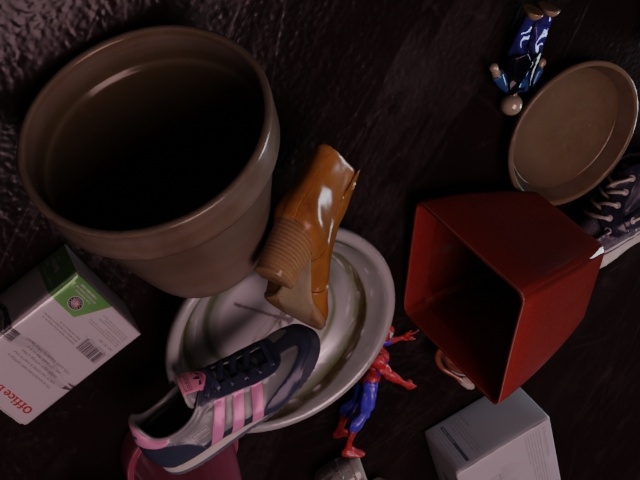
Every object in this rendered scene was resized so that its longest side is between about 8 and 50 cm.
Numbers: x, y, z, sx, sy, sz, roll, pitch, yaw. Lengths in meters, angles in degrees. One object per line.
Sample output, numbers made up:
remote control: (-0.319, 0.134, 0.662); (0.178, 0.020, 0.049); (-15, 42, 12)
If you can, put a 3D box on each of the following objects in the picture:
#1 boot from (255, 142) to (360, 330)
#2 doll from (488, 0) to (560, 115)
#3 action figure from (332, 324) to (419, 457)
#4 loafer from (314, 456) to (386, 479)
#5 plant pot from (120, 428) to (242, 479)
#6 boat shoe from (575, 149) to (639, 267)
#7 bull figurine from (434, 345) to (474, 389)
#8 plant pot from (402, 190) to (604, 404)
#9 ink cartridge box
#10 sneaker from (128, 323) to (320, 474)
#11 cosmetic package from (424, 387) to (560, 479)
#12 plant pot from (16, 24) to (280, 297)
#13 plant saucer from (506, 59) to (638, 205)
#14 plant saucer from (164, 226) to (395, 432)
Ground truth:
boot: (-0.001, -0.001, 1.430); (0.211, 0.104, 0.295); (-62, 163, -16)
doll: (0.324, -0.289, 1.594); (0.129, 0.046, 0.189); (-17, 134, -32)
action figure: (0.118, 0.266, 1.820); (0.139, 0.091, 0.280); (-1, 122, -22)
loafer: (0.105, 0.534, 1.977); (0.111, 0.112, 0.319); (-33, 131, 4)
plant pot: (-0.216, 0.394, 1.649); (0.201, 0.180, 0.201); (-15, 127, -20)
boat shoe: (0.538, -0.064, 1.839); (0.340, 0.127, 0.158); (-25, 117, -17)
bull figurine: (0.364, 0.175, 1.885); (0.310, 0.101, 0.188); (-26, 133, 2)
plant pot: (0.322, 0.065, 1.685); (0.235, 0.267, 0.267); (-23, 138, -26)
ink cartridge box: (-0.400, 0.138, 1.426); (0.219, 0.092, 0.160); (-38, 131, -3)
sneaker: (-0.145, 0.224, 1.488); (0.319, 0.112, 0.131); (-41, 134, -1)
cosmetic package: (0.360, 0.449, 2.051); (0.224, 0.138, 0.224); (-27, 130, -10)
plant pot: (-0.193, -0.071, 1.299); (0.323, 0.323, 0.280); (-31, 149, -9)
plant saucer: (0.436, -0.190, 1.731); (0.278, 0.041, 0.278); (-15, 126, -21)
plant saucer: (-0.074, 0.130, 1.608); (0.400, 0.100, 0.400); (-15, 127, -22)
